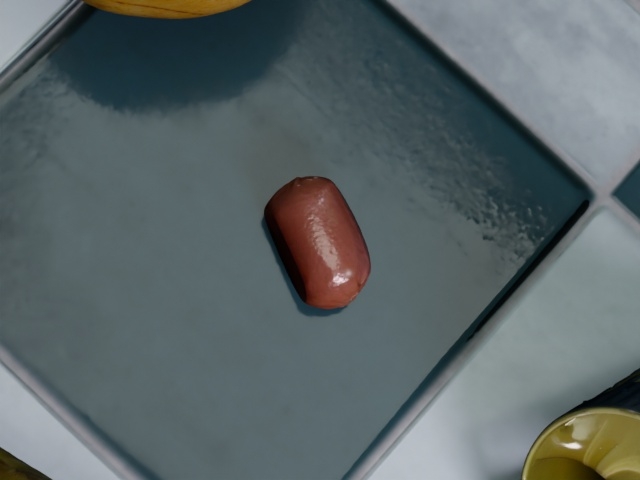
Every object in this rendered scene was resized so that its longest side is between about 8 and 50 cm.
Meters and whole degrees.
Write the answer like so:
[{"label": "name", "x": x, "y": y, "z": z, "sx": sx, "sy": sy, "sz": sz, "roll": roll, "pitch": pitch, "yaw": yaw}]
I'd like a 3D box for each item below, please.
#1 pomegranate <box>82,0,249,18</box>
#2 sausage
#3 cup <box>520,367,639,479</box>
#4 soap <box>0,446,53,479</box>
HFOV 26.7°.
[{"label": "pomegranate", "x": -0.103, "y": -0.270, "z": 0.868, "sx": 0.264, "sy": 0.264, "sz": 0.264, "roll": 1, "pitch": 80, "yaw": -6}, {"label": "sausage", "x": 0.000, "y": 0.000, "z": 0.916, "sx": 0.054, "sy": 0.059, "sz": 0.094, "roll": -22, "pitch": 80, "yaw": -16}, {"label": "cup", "x": 0.204, "y": 0.151, "z": 0.865, "sx": 0.155, "sy": 0.176, "sz": 0.131, "roll": -23, "pitch": 84, "yaw": -51}, {"label": "soap", "x": -0.263, "y": 0.228, "z": 0.652, "sx": 0.293, "sy": 0.156, "sz": 0.335, "roll": 21, "pitch": 72, "yaw": 32}]
